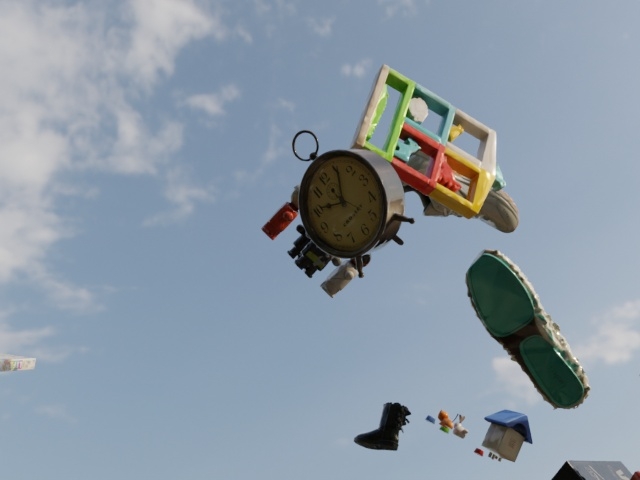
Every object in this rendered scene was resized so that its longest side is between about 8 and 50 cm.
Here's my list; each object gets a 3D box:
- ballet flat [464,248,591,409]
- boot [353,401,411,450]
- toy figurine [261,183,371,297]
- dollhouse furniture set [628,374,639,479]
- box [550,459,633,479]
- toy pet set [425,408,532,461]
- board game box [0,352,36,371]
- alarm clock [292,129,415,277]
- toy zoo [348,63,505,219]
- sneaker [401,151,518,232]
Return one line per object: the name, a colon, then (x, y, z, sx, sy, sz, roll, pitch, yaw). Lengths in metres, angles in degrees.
ballet flat: (0.462, 0.197, 1.621, 0.147, 0.409, 0.147, -32, 1, 0)
boot: (0.135, 0.402, 1.552, 0.121, 0.099, 0.045, -10, -40, 42)
toy figurine: (0.000, 0.000, 1.564, 0.148, 0.209, 0.213, -46, -38, -2)
dollhouse furniture set: (0.532, 0.259, 0.954, 0.135, 0.262, 0.259, -3, -55, -23)
box: (0.464, 0.441, 1.140, 0.158, 0.156, 0.093, 13, -63, -34)
toy pet set: (0.237, 0.265, 1.026, 0.122, 0.065, 0.114, 37, -19, -23)
board game box: (-0.708, 0.263, 1.552, 0.103, 0.026, 0.154, 6, -7, 10)
alarm clock: (0.028, -0.061, 0.870, 0.064, 0.192, 0.129, -18, -25, -53)
toy zoo: (0.203, -0.163, 1.246, 0.293, 0.192, 0.030, 28, -32, -13)
sneaker: (0.265, -0.076, 1.421, 0.262, 0.121, 0.099, 34, -19, 3)
